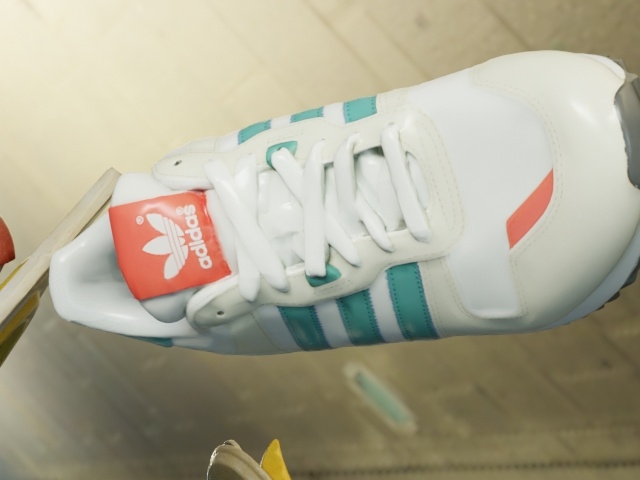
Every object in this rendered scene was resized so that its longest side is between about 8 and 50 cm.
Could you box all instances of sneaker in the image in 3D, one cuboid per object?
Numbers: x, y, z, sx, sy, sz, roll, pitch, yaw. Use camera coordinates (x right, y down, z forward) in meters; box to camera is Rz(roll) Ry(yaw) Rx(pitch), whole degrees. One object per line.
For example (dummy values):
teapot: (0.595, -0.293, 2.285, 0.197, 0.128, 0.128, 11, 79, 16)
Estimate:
sneaker: (0.000, 0.000, 0.427, 0.161, 0.075, 0.057, -14, 86, 54)

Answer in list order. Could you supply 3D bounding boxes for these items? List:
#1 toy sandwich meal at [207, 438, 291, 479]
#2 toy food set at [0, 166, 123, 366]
toy sandwich meal: (-0.020, 0.127, 0.918, 0.085, 0.029, 0.086, 42, 148, 34)
toy food set: (-0.147, 0.041, 0.614, 0.071, 0.128, 0.218, 37, 136, -3)
